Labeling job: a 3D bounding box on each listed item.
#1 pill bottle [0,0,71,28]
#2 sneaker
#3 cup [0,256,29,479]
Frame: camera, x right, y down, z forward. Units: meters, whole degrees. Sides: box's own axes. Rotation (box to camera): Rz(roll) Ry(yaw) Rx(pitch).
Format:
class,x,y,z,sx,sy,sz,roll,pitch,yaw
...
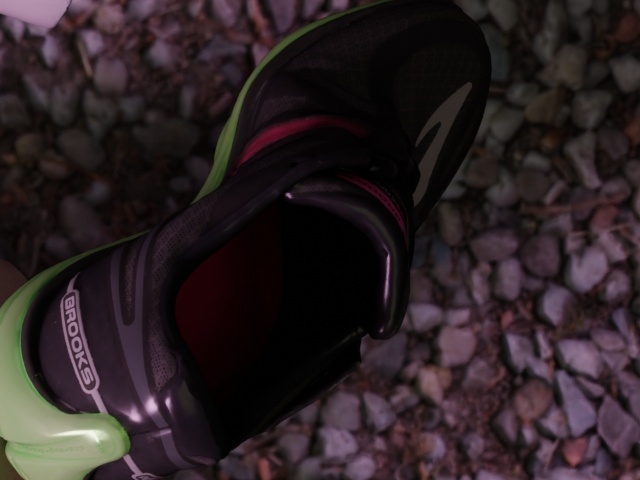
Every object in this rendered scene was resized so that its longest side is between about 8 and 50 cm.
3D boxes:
class,x,y,z,sx,sy,sz,roll,pitch,yaw
pill bottle,-0.315,-0.282,1.006,0.392,0.224,0.224,19,97,-16
sneaker,0.000,0.000,1.074,0.483,0.202,0.185,-50,124,-39
cup,-0.288,0.124,1.072,0.237,0.331,0.331,-21,106,-27
